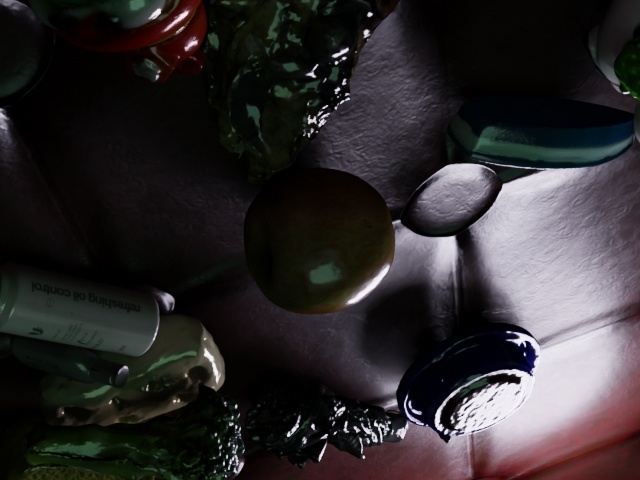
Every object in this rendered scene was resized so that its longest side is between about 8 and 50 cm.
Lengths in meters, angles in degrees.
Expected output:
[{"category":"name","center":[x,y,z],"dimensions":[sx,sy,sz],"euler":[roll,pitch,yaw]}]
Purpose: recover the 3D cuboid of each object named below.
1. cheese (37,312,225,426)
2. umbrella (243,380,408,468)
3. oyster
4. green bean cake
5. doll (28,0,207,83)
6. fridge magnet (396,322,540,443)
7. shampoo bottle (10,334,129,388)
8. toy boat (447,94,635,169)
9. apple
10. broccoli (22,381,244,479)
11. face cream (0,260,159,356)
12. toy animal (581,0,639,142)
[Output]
[{"category":"cheese","center":[-0.272,0.201,1.537],"dimensions":[0.262,0.093,0.159],"euler":[-20,140,-3]},{"category":"umbrella","center":[0.015,0.322,1.797],"dimensions":[0.154,0.128,0.336],"euler":[-40,142,18]},{"category":"oyster","center":[-0.044,-0.199,1.188],"dimensions":[0.221,0.096,0.361],"euler":[13,128,-28]},{"category":"green bean cake","center":[-0.401,0.372,1.646],"dimensions":[0.236,0.124,0.233],"euler":[8,131,-33]},{"category":"doll","center":[-0.196,-0.264,0.972],"dimensions":[0.182,0.160,0.363],"euler":[0,151,22]},{"category":"fridge magnet","center":[0.258,0.242,1.827],"dimensions":[0.265,0.113,0.265],"euler":[-15,141,-13]},{"category":"shampoo bottle","center":[-0.333,0.162,1.428],"dimensions":[0.165,0.040,0.080],"euler":[12,152,22]},{"category":"toy boat","center":[0.311,-0.146,1.420],"dimensions":[0.299,0.096,0.062],"euler":[-2,128,-28]},{"category":"apple","center":[0.000,0.000,1.360],"dimensions":[0.173,0.188,0.188],"euler":[-10,140,-24]},{"category":"broccoli","center":[-0.257,0.279,1.481],"dimensions":[0.304,0.146,0.165],"euler":[-1,152,-11]},{"category":"face cream","center":[-0.357,0.080,1.356],"dimensions":[0.311,0.092,0.092],"euler":[17,127,-38]},{"category":"toy animal","center":[0.444,-0.211,1.276],"dimensions":[0.212,0.267,0.213],"euler":[-11,143,-8]}]
